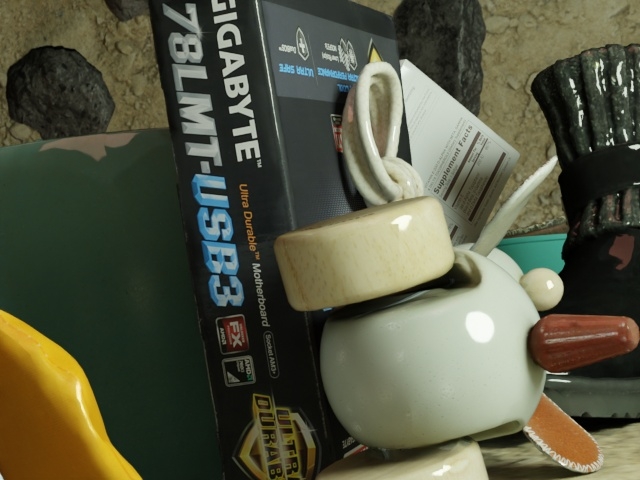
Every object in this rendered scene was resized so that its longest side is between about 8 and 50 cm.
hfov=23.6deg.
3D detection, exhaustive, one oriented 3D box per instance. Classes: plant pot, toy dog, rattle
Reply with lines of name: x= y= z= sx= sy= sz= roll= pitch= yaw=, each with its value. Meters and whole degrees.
plant pot: x=-0.146 y=0.049 z=1.038 sx=0.293 sy=0.235 sz=0.293 roll=-8 pitch=0 yaw=0
toy dog: x=0.093 y=0.037 z=0.800 sx=0.161 sy=0.220 sz=0.333 roll=-9 pitch=25 yaw=17
rattle: x=-0.002 y=0.082 z=0.497 sx=0.200 sy=0.142 sz=0.130 roll=-14 pitch=-17 yaw=-18

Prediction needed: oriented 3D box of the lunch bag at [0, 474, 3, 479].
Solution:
lunch bag: x=-0.262 y=0.128 z=0.671 sx=0.303 sy=0.115 sz=0.243 roll=-9 pitch=2 yaw=18

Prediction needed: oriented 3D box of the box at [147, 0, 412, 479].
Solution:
box: x=0.000 y=0.000 z=0.921 sx=0.073 sy=0.293 sz=0.295 roll=-10 pitch=-1 yaw=17

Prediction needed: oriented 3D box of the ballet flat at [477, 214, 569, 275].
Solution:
ballet flat: x=0.278 y=0.043 z=1.560 sx=0.483 sy=0.164 sz=0.182 roll=-10 pitch=-16 yaw=-23

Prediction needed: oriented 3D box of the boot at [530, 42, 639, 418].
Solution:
boot: x=0.199 y=-0.011 z=1.096 sx=0.131 sy=0.260 sz=0.348 roll=-8 pitch=0 yaw=40

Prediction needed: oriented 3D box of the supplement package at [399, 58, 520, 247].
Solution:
supplement package: x=0.015 y=0.000 z=1.344 sx=0.145 sy=0.262 sz=0.204 roll=38 pitch=-21 yaw=-22
